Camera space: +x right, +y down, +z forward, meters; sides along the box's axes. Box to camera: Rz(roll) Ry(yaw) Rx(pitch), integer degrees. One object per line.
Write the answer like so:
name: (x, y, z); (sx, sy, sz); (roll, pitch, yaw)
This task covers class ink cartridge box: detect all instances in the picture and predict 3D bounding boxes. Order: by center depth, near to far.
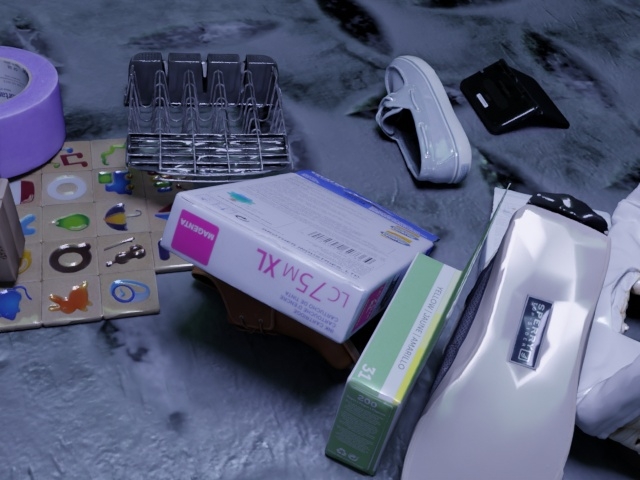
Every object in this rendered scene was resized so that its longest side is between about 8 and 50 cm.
ink cartridge box: (0.079, 0.071, 0.706); (0.056, 0.235, 0.171); (24, 47, 11)
ink cartridge box: (0.000, 0.000, 0.821); (0.186, 0.065, 0.311); (27, 19, 14)
ink cartridge box: (0.257, 0.015, 0.938); (0.146, 0.045, 0.179); (13, 35, 6)

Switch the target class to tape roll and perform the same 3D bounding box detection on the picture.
tape roll: (-0.400, -0.152, 0.966); (0.189, 0.080, 0.189); (3, 39, -2)

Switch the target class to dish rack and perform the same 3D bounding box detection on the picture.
dish rack: (-0.138, -0.144, 1.002); (0.209, 0.074, 0.271); (-2, 42, -9)

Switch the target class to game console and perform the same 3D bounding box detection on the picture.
game console: (0.273, -0.192, 1.164); (0.107, 0.071, 0.122); (-28, 47, 7)

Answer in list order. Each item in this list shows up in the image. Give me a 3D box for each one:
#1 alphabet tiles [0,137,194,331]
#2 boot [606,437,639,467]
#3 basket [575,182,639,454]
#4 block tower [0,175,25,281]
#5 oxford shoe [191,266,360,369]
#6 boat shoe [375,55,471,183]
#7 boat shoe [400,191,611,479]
alphabet tiles: (-0.305, -0.015, 0.903); (0.343, 0.011, 0.285); (-6, 46, -14)
boot: (0.320, 0.160, 0.797); (0.114, 0.037, 0.106); (-8, 48, -22)
basket: (0.433, 0.028, 0.707); (0.267, 0.331, 0.328); (30, 47, 2)
block tower: (-0.471, -0.014, 0.807); (0.336, 0.097, 0.090); (-1, 45, -5)
oxford shoe: (-0.047, 0.071, 0.819); (0.212, 0.076, 0.076); (35, 69, 33)
boat shoe: (0.117, -0.161, 1.061); (0.081, 0.079, 0.227); (-5, 49, -19)
boat shoe: (0.166, 0.134, 0.751); (0.127, 0.158, 0.340); (24, 74, 11)
